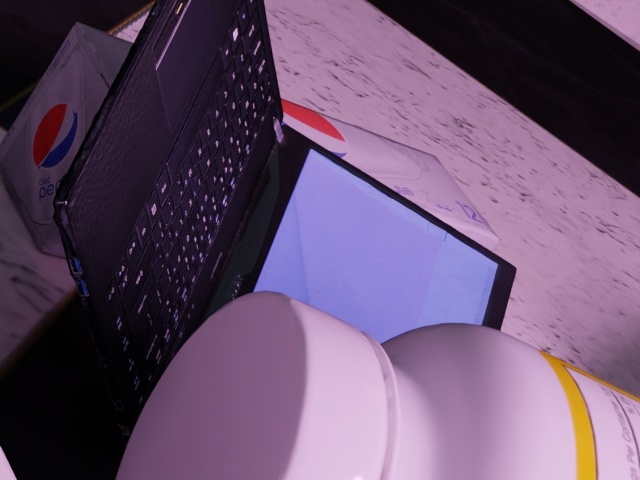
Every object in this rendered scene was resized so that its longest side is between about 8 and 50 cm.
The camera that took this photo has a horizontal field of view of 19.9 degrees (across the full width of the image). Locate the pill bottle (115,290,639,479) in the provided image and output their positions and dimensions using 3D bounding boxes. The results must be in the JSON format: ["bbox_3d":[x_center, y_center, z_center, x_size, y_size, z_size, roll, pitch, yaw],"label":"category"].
[{"bbox_3d":[0.089,0.148,0.737,0.334,0.188,0.188,26,23,-25],"label":"pill bottle"}]

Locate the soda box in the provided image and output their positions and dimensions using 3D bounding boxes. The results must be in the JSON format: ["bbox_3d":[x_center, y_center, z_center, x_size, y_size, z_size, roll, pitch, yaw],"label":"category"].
[{"bbox_3d":[-0.035,-0.024,1.041,0.286,0.098,0.091,17,28,-40],"label":"soda box"}]

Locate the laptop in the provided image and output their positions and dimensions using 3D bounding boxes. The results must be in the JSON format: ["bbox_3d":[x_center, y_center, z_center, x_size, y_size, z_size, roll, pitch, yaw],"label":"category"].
[{"bbox_3d":[0.000,0.000,0.856,0.136,0.264,0.234,7,48,15],"label":"laptop"}]

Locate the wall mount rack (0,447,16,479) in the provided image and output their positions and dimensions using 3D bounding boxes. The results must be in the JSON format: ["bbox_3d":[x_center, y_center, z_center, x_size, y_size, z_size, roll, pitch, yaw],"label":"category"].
[{"bbox_3d":[-0.219,0.066,0.532,0.304,0.130,0.350,21,25,-44],"label":"wall mount rack"}]
